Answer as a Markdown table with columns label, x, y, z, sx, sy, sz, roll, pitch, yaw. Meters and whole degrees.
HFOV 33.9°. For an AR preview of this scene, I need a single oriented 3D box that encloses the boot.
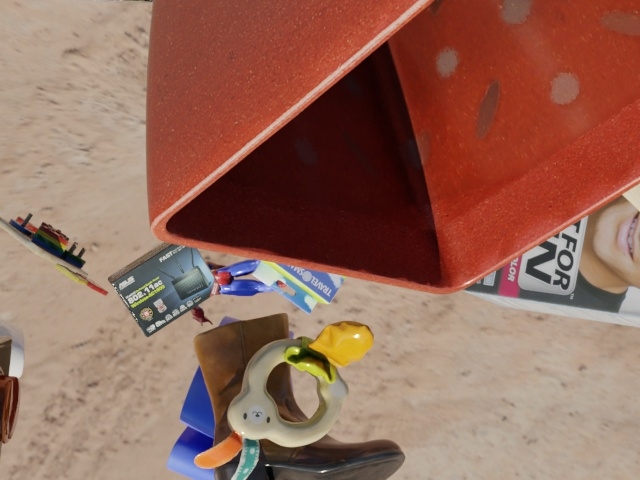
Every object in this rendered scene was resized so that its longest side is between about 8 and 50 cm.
| label | x | y | z | sx | sy | sz | roll | pitch | yaw |
| --- | --- | --- | --- | --- | --- | --- | --- | --- | --- |
| boot | -0.035 | 0.229 | 1.484 | 0.264 | 0.280 | 0.096 | -13 | 141 | 0 |

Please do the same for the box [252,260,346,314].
| label | x | y | z | sx | sy | sz | roll | pitch | yaw |
| --- | --- | --- | --- | --- | --- | --- | --- | --- | --- |
| box | 0.000 | 0.000 | 1.414 | 0.109 | 0.042 | 0.178 | 37 | 76 | -21 |

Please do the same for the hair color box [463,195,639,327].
| label | x | y | z | sx | sy | sz | roll | pitch | yaw |
| --- | --- | --- | --- | --- | --- | --- | --- | --- | --- |
| hair color box | 0.360 | 0.001 | 1.156 | 0.374 | 0.113 | 0.185 | 7 | 82 | 36 |

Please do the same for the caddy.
| label | x | y | z | sx | sy | sz | roll | pitch | yaw |
| --- | --- | --- | --- | --- | --- | --- | --- | --- | --- |
| caddy | -0.133 | 0.288 | 1.829 | 0.179 | 0.341 | 0.241 | 19 | 121 | 1 |

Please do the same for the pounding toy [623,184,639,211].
| label | x | y | z | sx | sy | sz | roll | pitch | yaw |
| --- | --- | --- | --- | --- | --- | --- | --- | --- | --- |
| pounding toy | 0.244 | -0.095 | 0.780 | 0.181 | 0.206 | 0.094 | 43 | 116 | -3 |

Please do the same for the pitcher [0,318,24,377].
| label | x | y | z | sx | sy | sz | roll | pitch | yaw |
| --- | --- | --- | --- | --- | --- | --- | --- | --- | --- |
| pitcher | -0.611 | 0.215 | 1.770 | 0.207 | 0.125 | 0.177 | 2 | 68 | -23 |

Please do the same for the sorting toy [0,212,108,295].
| label | x | y | z | sx | sy | sz | roll | pitch | yaw |
| --- | --- | --- | --- | --- | --- | --- | --- | --- | --- |
| sorting toy | -0.459 | 0.003 | 1.775 | 0.274 | 0.132 | 0.046 | 31 | 85 | 34 |

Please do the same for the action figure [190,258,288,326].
| label | x | y | z | sx | sy | sz | roll | pitch | yaw |
| --- | --- | --- | --- | --- | --- | --- | --- | --- | --- |
| action figure | -0.136 | 0.074 | 1.735 | 0.280 | 0.139 | 0.091 | -8 | 73 | 10 |

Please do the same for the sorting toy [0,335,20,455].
| label | x | y | z | sx | sy | sz | roll | pitch | yaw |
| --- | --- | --- | --- | --- | --- | --- | --- | --- | --- |
| sorting toy | -0.304 | 0.246 | 0.914 | 0.041 | 0.229 | 0.307 | 6 | 91 | -7 |

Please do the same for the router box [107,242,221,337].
| label | x | y | z | sx | sy | sz | roll | pitch | yaw |
| --- | --- | --- | --- | --- | --- | --- | --- | --- | --- |
| router box | -0.207 | 0.057 | 1.397 | 0.122 | 0.038 | 0.092 | -34 | 111 | -10 |

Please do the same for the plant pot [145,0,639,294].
| label | x | y | z | sx | sy | sz | roll | pitch | yaw |
| --- | --- | --- | --- | --- | --- | --- | --- | --- | --- |
| plant pot | 0.060 | -0.146 | 0.597 | 0.267 | 0.267 | 0.235 | -35 | 58 | 33 |

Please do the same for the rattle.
| label | x | y | z | sx | sy | sz | roll | pitch | yaw |
| --- | --- | --- | --- | --- | --- | --- | --- | --- | --- |
| rattle | -0.035 | 0.186 | 1.166 | 0.200 | 0.143 | 0.130 | -33 | 107 | -35 |

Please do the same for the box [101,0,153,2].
| label | x | y | z | sx | sy | sz | roll | pitch | yaw |
| --- | --- | --- | --- | --- | --- | --- | --- | --- | --- |
| box | -0.202 | -0.356 | 1.047 | 0.044 | 0.159 | 0.233 | 2 | 103 | 2 |
